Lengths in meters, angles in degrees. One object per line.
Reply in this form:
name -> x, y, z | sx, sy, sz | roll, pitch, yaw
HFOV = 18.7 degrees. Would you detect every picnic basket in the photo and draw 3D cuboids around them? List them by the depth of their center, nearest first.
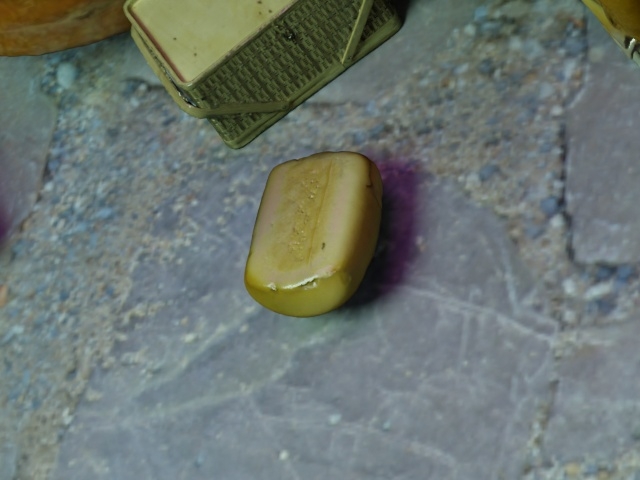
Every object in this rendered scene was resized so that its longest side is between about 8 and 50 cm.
picnic basket -> -0.040, -0.154, 1.319 | 0.164, 0.079, 0.115 | -37, 50, 3

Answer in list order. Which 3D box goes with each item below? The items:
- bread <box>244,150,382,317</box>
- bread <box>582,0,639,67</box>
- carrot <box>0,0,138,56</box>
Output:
bread -> 0.000, 0.000, 1.206 | 0.082, 0.056, 0.115 | -11, 48, 22
bread -> 0.249, -0.227, 1.167 | 0.241, 0.136, 0.107 | -39, 48, -1
carrot -> -0.203, -0.244, 1.394 | 0.307, 0.100, 0.258 | -24, 49, -17
